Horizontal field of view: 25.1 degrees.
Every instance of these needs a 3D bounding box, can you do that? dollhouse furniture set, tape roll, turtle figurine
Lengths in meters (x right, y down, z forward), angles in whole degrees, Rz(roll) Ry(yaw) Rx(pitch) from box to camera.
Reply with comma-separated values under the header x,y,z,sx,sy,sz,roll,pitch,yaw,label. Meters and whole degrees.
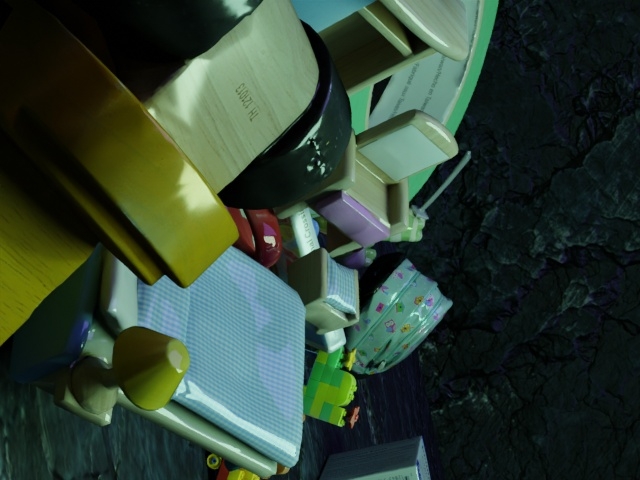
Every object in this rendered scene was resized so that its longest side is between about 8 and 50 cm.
x,y,z,sx,sy,sz,roll,pitch,yaw,label
0.000,0.000,0.854,0.286,0.198,0.303,37,42,-40,dollhouse furniture set
0.068,-0.177,1.349,0.321,0.077,0.321,-48,150,-39,tape roll
0.066,-0.076,1.897,0.275,0.197,0.266,-58,175,-17,turtle figurine

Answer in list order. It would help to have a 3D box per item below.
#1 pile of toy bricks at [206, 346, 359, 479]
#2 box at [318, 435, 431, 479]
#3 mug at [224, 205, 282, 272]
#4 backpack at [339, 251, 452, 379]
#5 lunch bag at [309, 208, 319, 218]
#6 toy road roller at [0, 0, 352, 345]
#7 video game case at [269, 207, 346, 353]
x,y,z,sx,sy,sz,roll,pitch,yaw,label
-0.013,0.129,1.259,0.118,0.105,0.212,31,76,-73,pile of toy bricks
0.069,0.301,1.755,0.137,0.126,0.072,-48,125,-79,box
-0.095,-0.036,1.074,0.113,0.150,0.169,-37,112,-67,mug
0.090,0.098,1.895,0.152,0.115,0.182,-55,-178,-36,backpack
-0.023,-0.072,1.648,0.151,0.128,0.096,65,16,-54,lunch bag
-0.164,-0.099,0.683,0.329,0.240,0.202,41,-10,27,toy road roller
-0.072,-0.019,1.167,0.212,0.023,0.193,19,-48,50,video game case
